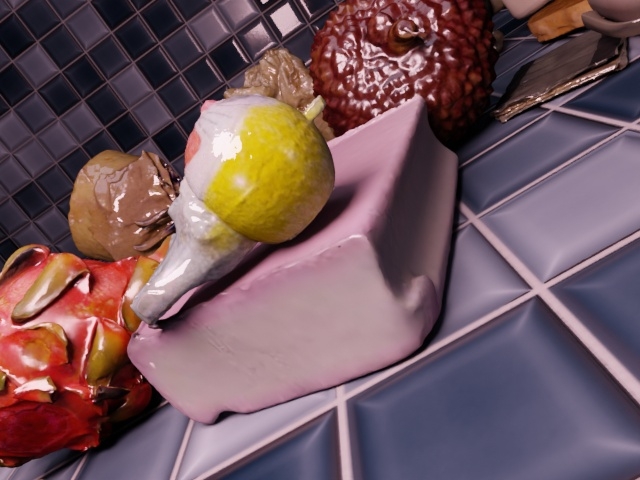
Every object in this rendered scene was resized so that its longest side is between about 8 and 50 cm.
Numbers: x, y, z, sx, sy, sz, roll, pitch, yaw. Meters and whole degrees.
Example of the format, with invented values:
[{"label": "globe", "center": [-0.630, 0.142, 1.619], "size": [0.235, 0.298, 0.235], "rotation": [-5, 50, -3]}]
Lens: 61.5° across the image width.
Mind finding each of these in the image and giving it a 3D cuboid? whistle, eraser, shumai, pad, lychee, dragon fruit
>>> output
[{"label": "whistle", "center": [-0.077, -0.030, 0.415], "size": [0.223, 0.123, 0.123], "rotation": [-46, 15, 7]}, {"label": "eraser", "center": [0.000, 0.000, 0.569], "size": [0.272, 0.122, 0.359], "rotation": [-24, 20, 26]}, {"label": "shumai", "center": [-0.116, -0.240, 1.146], "size": [0.262, 0.267, 0.314], "rotation": [-32, 51, -7]}, {"label": "pad", "center": [0.343, -0.249, 0.760], "size": [0.174, 0.022, 0.233], "rotation": [-20, 21, 41]}, {"label": "lychee", "center": [0.114, -0.240, 0.757], "size": [0.264, 0.264, 0.300], "rotation": [-34, -8, 1]}, {"label": "dragon fruit", "center": [-0.268, 0.118, 0.632], "size": [0.307, 0.243, 0.227], "rotation": [-2, -30, -32]}]

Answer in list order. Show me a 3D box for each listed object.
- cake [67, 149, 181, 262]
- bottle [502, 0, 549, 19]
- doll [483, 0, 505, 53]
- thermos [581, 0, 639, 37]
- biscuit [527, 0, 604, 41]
[{"label": "cake", "center": [-0.456, -0.074, 1.460], "size": [0.320, 0.333, 0.332], "rotation": [12, 34, 14]}, {"label": "bottle", "center": [0.360, -0.547, 0.991], "size": [0.147, 0.236, 0.147], "rotation": [-40, 9, 7]}, {"label": "doll", "center": [0.228, -0.398, 1.164], "size": [0.382, 0.252, 0.379], "rotation": [-44, -13, -38]}, {"label": "thermos", "center": [0.399, -0.297, 0.655], "size": [0.137, 0.105, 0.193], "rotation": [-27, 30, 16]}, {"label": "biscuit", "center": [0.550, -0.461, 0.865], "size": [0.365, 0.062, 0.385], "rotation": [-43, 15, -21]}]
